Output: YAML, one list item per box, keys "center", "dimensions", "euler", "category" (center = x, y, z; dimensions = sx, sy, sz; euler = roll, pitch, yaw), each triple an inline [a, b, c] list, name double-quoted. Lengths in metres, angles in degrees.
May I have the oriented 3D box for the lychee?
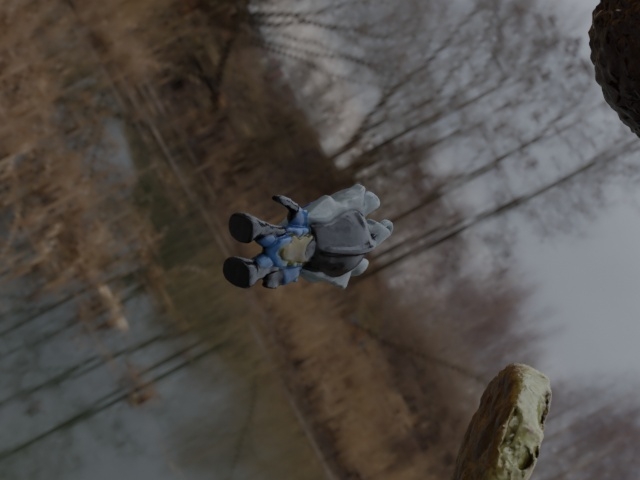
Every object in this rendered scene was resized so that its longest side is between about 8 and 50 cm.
- center: [0.421, -0.204, 1.396]
  dimensions: [0.260, 0.261, 0.260]
  euler: [62, -1, 1]
  category: "lychee"

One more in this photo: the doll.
- center: [0.000, 0.000, 1.122]
  dimensions: [0.070, 0.195, 0.096]
  euler: [24, -69, 38]
  category: "doll"

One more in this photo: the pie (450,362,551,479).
- center: [0.276, 0.347, 2.101]
  dimensions: [0.083, 0.339, 0.339]
  euler: [22, -1, 1]
  category: "pie"
